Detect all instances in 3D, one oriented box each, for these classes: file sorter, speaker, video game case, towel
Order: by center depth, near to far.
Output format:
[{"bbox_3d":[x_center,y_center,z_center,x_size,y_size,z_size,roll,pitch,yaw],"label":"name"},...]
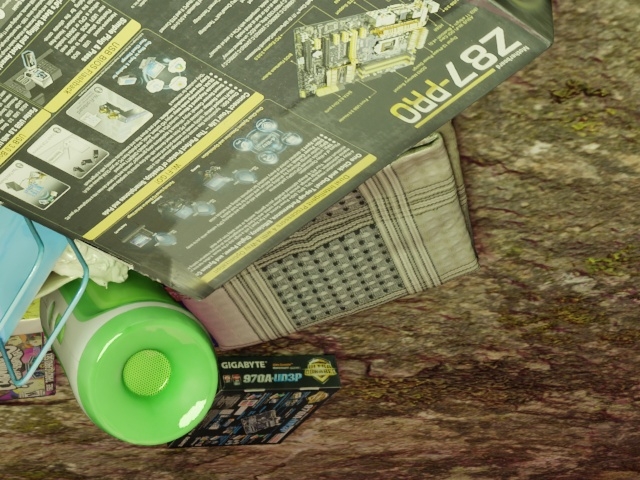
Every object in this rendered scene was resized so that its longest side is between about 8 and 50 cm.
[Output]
[{"bbox_3d":[-0.278,0.019,0.959,0.170,0.104,0.118,29,97,-30],"label":"file sorter"},{"bbox_3d":[-0.183,0.089,1.171,0.131,0.131,0.296,-2,-169,-19],"label":"speaker"},{"bbox_3d":[0.000,0.000,1.264,0.312,0.056,0.324,-17,147,5],"label":"towel"},{"bbox_3d":[-0.402,0.126,1.413,0.210,0.042,0.232,-4,153,-14],"label":"video game case"}]

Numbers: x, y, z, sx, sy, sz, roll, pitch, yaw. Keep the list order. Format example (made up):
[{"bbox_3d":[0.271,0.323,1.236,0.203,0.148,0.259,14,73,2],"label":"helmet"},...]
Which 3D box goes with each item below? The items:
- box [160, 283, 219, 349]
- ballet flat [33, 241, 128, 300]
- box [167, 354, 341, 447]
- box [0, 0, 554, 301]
[{"bbox_3d":[-0.150,0.070,1.415,0.136,0.036,0.225,-4,152,-16],"label":"box"},{"bbox_3d":[-0.347,0.011,1.057,0.409,0.147,0.147,-6,154,-13],"label":"ballet flat"},{"bbox_3d":[-0.096,0.221,1.724,0.175,0.051,0.220,2,151,-26],"label":"box"},{"bbox_3d":[-0.091,-0.131,0.870,0.318,0.097,0.395,29,135,-28],"label":"box"}]
